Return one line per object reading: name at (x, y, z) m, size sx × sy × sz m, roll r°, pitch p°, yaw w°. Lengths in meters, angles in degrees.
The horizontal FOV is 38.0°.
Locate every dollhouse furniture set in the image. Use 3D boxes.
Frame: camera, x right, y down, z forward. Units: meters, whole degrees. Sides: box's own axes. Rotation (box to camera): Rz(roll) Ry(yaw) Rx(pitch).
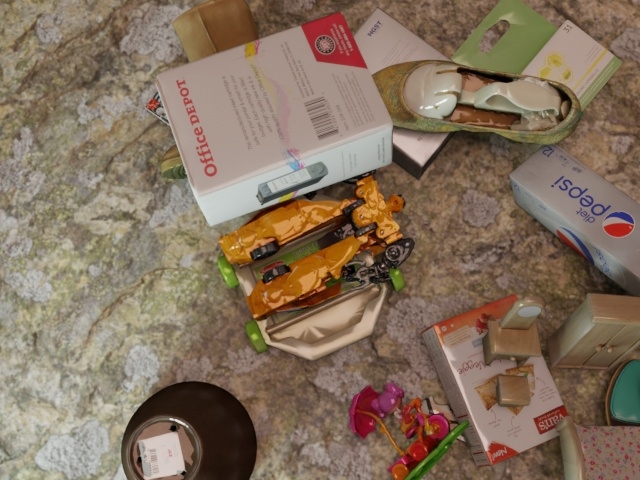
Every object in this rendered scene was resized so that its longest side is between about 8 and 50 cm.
dollhouse furniture set at (0.409, 0.270, 1.313) m, size 0.303 × 0.174 × 0.356 m, roll 5°, pitch 58°, yaw -9°

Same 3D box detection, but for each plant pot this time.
plant pot at (-0.214, 0.318, 1.404) m, size 0.215 × 0.230 × 0.216 m, roll 0°, pitch 80°, yaw 2°

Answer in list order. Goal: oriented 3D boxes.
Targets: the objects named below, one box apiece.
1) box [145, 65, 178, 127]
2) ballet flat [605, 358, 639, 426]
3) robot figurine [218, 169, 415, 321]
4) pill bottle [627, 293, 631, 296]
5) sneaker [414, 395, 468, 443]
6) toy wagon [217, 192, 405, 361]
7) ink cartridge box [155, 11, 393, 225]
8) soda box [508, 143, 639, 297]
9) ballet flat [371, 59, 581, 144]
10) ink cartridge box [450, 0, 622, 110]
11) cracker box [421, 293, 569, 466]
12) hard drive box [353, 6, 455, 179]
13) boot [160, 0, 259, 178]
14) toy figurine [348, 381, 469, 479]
box at (-0.220, -0.225, 1.609) m, size 0.137 × 0.027 × 0.094 m, roll 34°, pitch 82°, yaw 7°
ballet flat at (0.476, 0.299, 1.462) m, size 0.080 × 0.073 × 0.232 m, roll 16°, pitch 60°, yaw 4°
robot figurine at (0.000, 0.000, 1.462) m, size 0.291 × 0.085 × 0.211 m, roll -25°, pitch 79°, yaw -2°
pill bottle at (0.600, 0.125, 1.472) m, size 0.214 × 0.117 × 0.117 m, roll 16°, pitch 80°, yaw 4°
sneaker at (0.207, 0.289, 1.493) m, size 0.109 × 0.040 × 0.044 m, roll 31°, pitch 79°, yaw 6°
toy wagon at (-0.032, 0.019, 1.538) m, size 0.267 × 0.068 × 0.344 m, roll -24°, pitch 79°, yaw -3°
ink cartridge box at (-0.067, -0.185, 1.417) m, size 0.306 × 0.131 × 0.226 m, roll -20°, pitch 68°, yaw -3°
soda box at (0.432, -0.033, 1.466) m, size 0.098 × 0.091 × 0.286 m, roll -41°, pitch 55°, yaw -7°
ballet flat at (0.239, -0.225, 1.461) m, size 0.348 × 0.123 × 0.123 m, roll 10°, pitch 80°, yaw 1°
ink cartridge box at (0.367, -0.308, 1.595) m, size 0.235 × 0.056 × 0.171 m, roll 40°, pitch 84°, yaw 6°
cracker box at (0.278, 0.220, 1.473) m, size 0.155 × 0.067 × 0.232 m, roll -19°, pitch 80°, yaw -18°
hard drive box at (0.131, -0.248, 1.571) m, size 0.232 × 0.089 × 0.181 m, roll 38°, pitch 82°, yaw 7°
boot at (-0.192, -0.255, 1.562) m, size 0.236 × 0.089 × 0.270 m, roll -19°, pitch 77°, yaw -12°
toy figurine at (0.120, 0.287, 1.453) m, size 0.159 × 0.130 × 0.173 m, roll 45°, pitch 112°, yaw 19°
